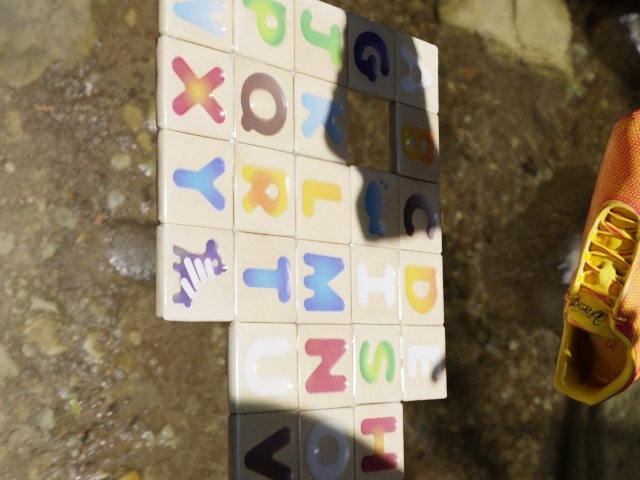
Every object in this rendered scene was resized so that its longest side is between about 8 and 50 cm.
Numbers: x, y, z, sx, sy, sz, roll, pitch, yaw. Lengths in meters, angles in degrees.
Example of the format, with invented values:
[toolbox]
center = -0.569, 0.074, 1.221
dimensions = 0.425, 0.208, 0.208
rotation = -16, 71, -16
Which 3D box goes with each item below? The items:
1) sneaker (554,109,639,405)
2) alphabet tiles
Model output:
[sneaker]
center = 0.165, 0.016, 0.541
dimensions = 0.067, 0.064, 0.175
rotation = -29, 129, -42
[alphabet tiles]
center = 0.000, 0.000, 0.483
dimensions = 0.198, 0.009, 0.237
rotation = 7, 80, -49
